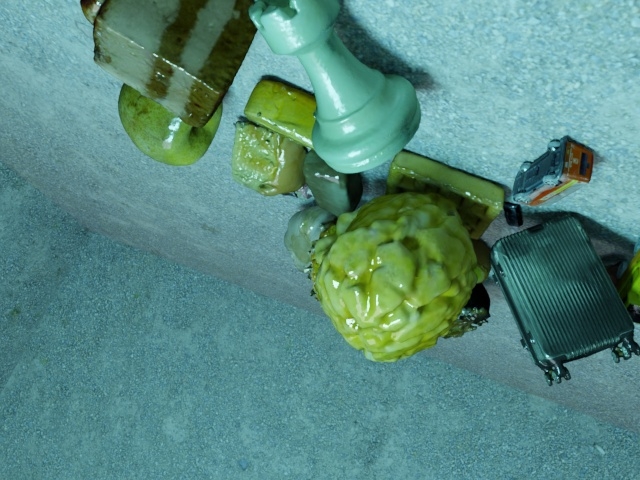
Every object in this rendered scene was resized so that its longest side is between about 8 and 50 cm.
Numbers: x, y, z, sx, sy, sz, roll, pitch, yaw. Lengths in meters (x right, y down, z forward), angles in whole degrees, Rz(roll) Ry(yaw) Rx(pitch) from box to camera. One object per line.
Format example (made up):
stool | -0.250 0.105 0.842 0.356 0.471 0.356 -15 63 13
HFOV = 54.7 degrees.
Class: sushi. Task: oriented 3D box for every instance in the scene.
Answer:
sushi | 0.373 0.167 1.796 0.213 0.204 0.200 -12 149 4

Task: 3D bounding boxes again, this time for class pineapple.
pineapple | 0.043 0.011 1.594 0.161 0.334 0.158 49 160 -11

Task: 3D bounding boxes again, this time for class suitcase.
suitcase | 0.481 0.113 1.242 0.202 0.312 0.128 -19 160 2

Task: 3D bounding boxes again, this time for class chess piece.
chess piece | 0.018 -0.269 0.972 0.194 0.195 0.299 7 148 42

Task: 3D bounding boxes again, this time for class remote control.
remote control | 0.419 -0.055 1.350 0.039 0.014 0.096 14 160 28

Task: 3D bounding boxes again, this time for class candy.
candy | 0.034 -0.138 1.449 0.104 0.102 0.234 17 161 17

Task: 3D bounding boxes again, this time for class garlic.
garlic | 0.003 0.002 1.775 0.227 0.152 0.228 26 133 31

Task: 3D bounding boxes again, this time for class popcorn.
popcorn | 0.163 0.081 1.315 0.343 0.354 0.390 -14 -167 0

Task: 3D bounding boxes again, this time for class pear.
pear | -0.320 -0.279 1.307 0.211 0.229 0.188 33 -152 19

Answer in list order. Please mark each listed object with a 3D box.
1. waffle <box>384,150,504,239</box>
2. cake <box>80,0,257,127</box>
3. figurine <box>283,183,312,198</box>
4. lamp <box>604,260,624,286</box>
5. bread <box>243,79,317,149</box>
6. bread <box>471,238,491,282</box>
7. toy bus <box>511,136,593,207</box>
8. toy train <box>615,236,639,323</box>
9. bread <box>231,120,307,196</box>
waffle | 0.263 -0.096 1.358 0.247 0.055 0.221 22 163 7
cake | -0.269 -0.349 1.040 0.292 0.196 0.198 27 164 -17
figurine | -0.065 -0.139 1.645 0.129 0.054 0.072 18 -179 20
lamp | 0.560 0.087 1.408 0.223 0.151 0.215 -18 177 -13
bread | -0.032 -0.239 1.254 0.245 0.095 0.102 25 172 -5
bread | 0.340 0.036 1.633 0.236 0.070 0.236 21 164 6
toy bus | 0.408 -0.111 1.096 0.077 0.079 0.174 15 164 -5
toy train | 0.647 0.077 1.220 0.089 0.127 0.219 17 140 11
bread | -0.129 -0.173 1.499 0.174 0.133 0.252 21 164 14
